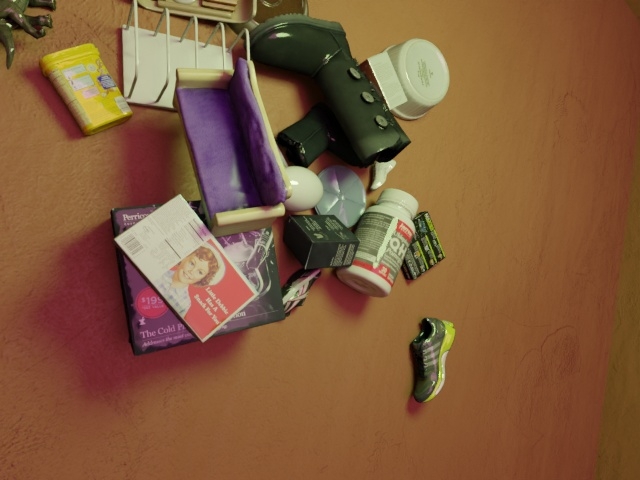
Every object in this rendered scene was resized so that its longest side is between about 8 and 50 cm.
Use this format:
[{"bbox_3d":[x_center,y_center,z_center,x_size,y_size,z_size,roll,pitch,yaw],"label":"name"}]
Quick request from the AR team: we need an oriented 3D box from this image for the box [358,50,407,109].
[{"bbox_3d":[0.180,-0.499,1.363,0.091,0.130,0.170,-33,103,-28],"label":"box"}]

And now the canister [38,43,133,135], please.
[{"bbox_3d":[-0.530,-0.342,0.954,0.126,0.073,0.169,-35,106,-28],"label":"canister"}]

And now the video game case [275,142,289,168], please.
[{"bbox_3d":[-0.191,-0.203,1.178,0.204,0.025,0.285,-35,104,-28],"label":"video game case"}]

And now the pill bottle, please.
[{"bbox_3d":[0.189,0.002,1.304,0.176,0.176,0.318,35,70,-25],"label":"pill bottle"}]

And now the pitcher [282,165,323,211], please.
[{"bbox_3d":[-0.107,-0.154,1.143,0.207,0.178,0.125,1,118,-50],"label":"pitcher"}]

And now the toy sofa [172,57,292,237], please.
[{"bbox_3d":[-0.198,-0.202,0.893,0.150,0.177,0.362,-11,76,-28],"label":"toy sofa"}]

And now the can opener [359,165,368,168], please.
[{"bbox_3d":[0.190,-0.310,1.396,0.073,0.059,0.186,46,65,-21],"label":"can opener"}]

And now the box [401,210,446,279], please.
[{"bbox_3d":[0.343,0.017,1.475,0.184,0.045,0.190,-30,101,-32],"label":"box"}]

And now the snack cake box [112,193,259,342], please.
[{"bbox_3d":[-0.272,0.058,0.855,0.152,0.089,0.264,-41,105,-24],"label":"snack cake box"}]

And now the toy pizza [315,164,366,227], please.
[{"bbox_3d":[0.058,-0.137,1.320,0.202,0.032,0.201,2,86,-30],"label":"toy pizza"}]

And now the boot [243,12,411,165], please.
[{"bbox_3d":[0.033,-0.409,1.191,0.367,0.146,0.444,-25,86,-36],"label":"boot"}]

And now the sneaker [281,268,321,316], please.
[{"bbox_3d":[-0.066,0.149,1.213,0.178,0.072,0.077,-38,118,-19],"label":"sneaker"}]

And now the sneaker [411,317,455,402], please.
[{"bbox_3d":[0.362,0.402,1.435,0.121,0.111,0.299,27,67,-17],"label":"sneaker"}]

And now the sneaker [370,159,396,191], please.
[{"bbox_3d":[0.197,-0.228,1.404,0.061,0.054,0.152,38,62,-14],"label":"sneaker"}]

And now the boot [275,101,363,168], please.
[{"bbox_3d":[0.006,-0.273,1.259,0.246,0.094,0.207,47,61,-12],"label":"boot"}]

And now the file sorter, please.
[{"bbox_3d":[-0.326,-0.438,1.028,0.278,0.173,0.192,-1,88,-32],"label":"file sorter"}]

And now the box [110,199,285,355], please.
[{"bbox_3d":[-0.291,0.067,0.994,0.344,0.179,0.312,-10,90,-27],"label":"box"}]

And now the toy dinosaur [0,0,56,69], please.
[{"bbox_3d":[-0.665,-0.503,0.879,0.161,0.121,0.312,3,89,-19],"label":"toy dinosaur"}]

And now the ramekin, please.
[{"bbox_3d":[0.332,-0.572,1.462,0.273,0.127,0.272,3,85,-32],"label":"ramekin"}]

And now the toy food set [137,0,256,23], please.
[{"bbox_3d":[-0.317,-0.700,1.069,0.307,0.092,0.219,1,85,-17],"label":"toy food set"}]

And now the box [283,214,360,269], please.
[{"bbox_3d":[0.000,0.000,1.191,0.159,0.156,0.093,-1,122,-31],"label":"box"}]

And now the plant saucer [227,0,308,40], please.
[{"bbox_3d":[-0.160,-0.720,1.222,0.311,0.050,0.310,3,85,-32],"label":"plant saucer"}]
